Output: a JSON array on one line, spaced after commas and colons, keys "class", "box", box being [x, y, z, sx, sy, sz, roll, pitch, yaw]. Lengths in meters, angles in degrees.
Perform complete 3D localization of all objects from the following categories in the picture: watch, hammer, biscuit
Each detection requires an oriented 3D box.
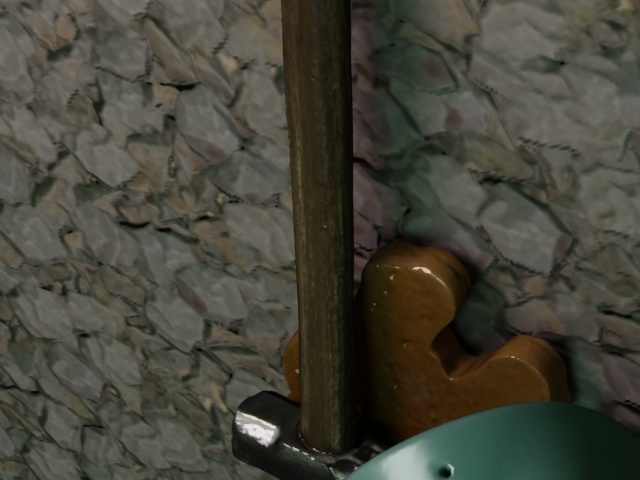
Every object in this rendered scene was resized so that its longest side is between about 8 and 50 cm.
[{"class": "watch", "box": [0.075, 0.165, 0.956, 0.068, 0.195, 0.237, 70, 152, 26]}, {"class": "hammer", "box": [0.000, 0.000, 0.938, 0.111, 0.043, 0.365, 22, 133, 28]}, {"class": "biscuit", "box": [0.047, 0.093, 1.027, 0.144, 0.040, 0.236, 47, 143, 3]}]
